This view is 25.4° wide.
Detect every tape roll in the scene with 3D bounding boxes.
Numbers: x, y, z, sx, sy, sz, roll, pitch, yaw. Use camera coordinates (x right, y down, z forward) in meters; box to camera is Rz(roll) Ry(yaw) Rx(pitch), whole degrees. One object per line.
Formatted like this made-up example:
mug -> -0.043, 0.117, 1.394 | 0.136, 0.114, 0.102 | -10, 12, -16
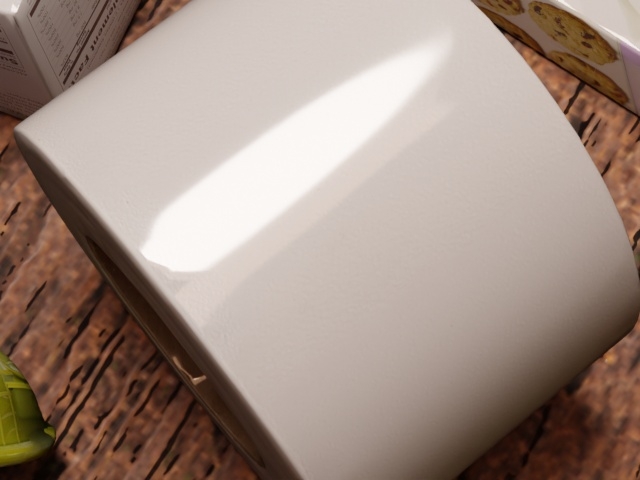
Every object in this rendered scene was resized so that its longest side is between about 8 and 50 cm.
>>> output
tape roll -> 0.000, 0.000, 0.644 | 0.169, 0.246, 0.246 | -39, 71, -11

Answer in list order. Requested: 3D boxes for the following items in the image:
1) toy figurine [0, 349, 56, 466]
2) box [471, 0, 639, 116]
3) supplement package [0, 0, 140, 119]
toy figurine -> -0.309, -0.005, 0.668 | 0.362, 0.191, 0.217 | 2, 84, 0
box -> 0.157, -0.129, 0.781 | 0.324, 0.067, 0.063 | 36, 76, 14
supplement package -> -0.225, -0.212, 0.792 | 0.262, 0.145, 0.204 | 20, 72, 10
